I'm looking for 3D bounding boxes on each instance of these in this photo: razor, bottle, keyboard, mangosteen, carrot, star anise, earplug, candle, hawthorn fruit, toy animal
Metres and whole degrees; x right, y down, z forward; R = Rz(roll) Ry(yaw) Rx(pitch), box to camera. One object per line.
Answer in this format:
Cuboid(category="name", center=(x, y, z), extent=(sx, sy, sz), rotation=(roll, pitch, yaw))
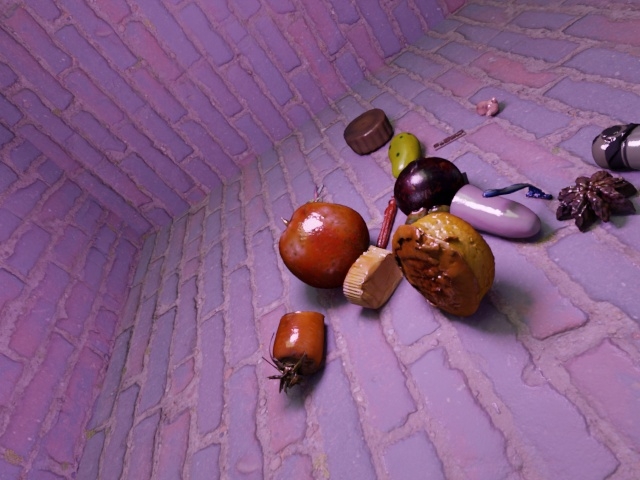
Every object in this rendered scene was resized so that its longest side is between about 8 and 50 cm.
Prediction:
Cuboid(category="razor", center=(0.683, -0.175, 1.483), extent=(0.325, 0.056, 0.093), rotation=(-4, 14, -31))
Cuboid(category="bottle", center=(1.064, -0.300, 1.338), extent=(0.347, 0.168, 0.168), rotation=(8, 55, 53))
Cuboid(category="keyboard", center=(0.654, -0.513, 2.147), extent=(0.166, 0.017, 0.055), rotation=(-28, 34, 19))
Cuboid(category="mangosteen", center=(0.452, -0.197, 1.743), extent=(0.312, 0.311, 0.311), rotation=(-27, 35, 20))
Cuboid(category="carrot", center=(-0.088, 0.405, 1.610), extent=(0.193, 0.214, 0.330), rotation=(-23, 39, 27))
Cuboid(category="star anise", center=(0.894, -0.146, 1.382), extent=(0.223, 0.108, 0.236), rotation=(-34, 31, 2))
Cuboid(category="earplug", center=(0.645, -0.090, 1.523), extent=(0.172, 0.172, 0.301), rotation=(-48, 38, -12))
Cuboid(category="candle", center=(0.309, -0.086, 1.949), extent=(0.051, 0.048, 0.329), rotation=(-4, 47, 32))
Cuboid(category="hawthorn fruit", center=(0.000, 0.000, 1.822), extent=(0.403, 0.402, 0.402), rotation=(-27, 35, 20))
Cuboid(category="toy animal", center=(0.826, -0.658, 2.093), extent=(0.089, 0.083, 0.150), rotation=(-22, 13, -10))

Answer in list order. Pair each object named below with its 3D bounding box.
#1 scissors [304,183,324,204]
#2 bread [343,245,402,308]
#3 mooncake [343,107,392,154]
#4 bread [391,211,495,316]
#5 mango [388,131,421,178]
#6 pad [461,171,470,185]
Cuboid(category="scissors", center=(-0.026, -0.272, 2.542), extent=(0.134, 0.020, 0.187), rotation=(-12, 44, 32))
Cuboid(category="bread", center=(0.202, 0.147, 1.656), extent=(0.133, 0.179, 0.250), rotation=(7, 54, 53))
Cuboid(category="mooncake", center=(0.289, -0.650, 2.552), extent=(0.291, 0.161, 0.290), rotation=(-26, 37, 21))
Cuboid(category="bread", center=(0.403, 0.068, 1.386), extent=(0.204, 0.358, 0.337), rotation=(-42, 46, -20))
Cuboid(category="mango", center=(0.433, -0.441, 2.178), extent=(0.175, 0.143, 0.292), rotation=(-17, 48, 35))
Cuboid(category="pad", center=(0.574, -0.242, 1.909), extent=(0.193, 0.004, 0.116), rotation=(-24, 36, 23))
